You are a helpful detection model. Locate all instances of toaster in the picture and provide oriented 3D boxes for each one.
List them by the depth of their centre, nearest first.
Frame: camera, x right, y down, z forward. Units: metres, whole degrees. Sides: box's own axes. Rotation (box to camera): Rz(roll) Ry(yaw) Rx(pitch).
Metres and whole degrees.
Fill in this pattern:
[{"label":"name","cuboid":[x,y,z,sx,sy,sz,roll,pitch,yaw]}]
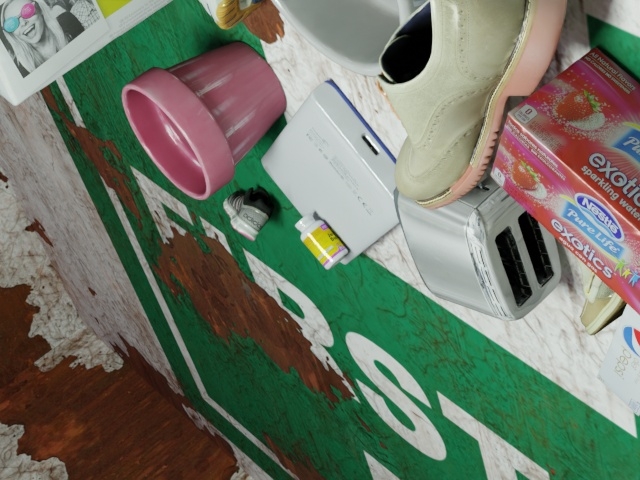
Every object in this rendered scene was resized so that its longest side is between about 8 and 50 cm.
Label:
[{"label":"toaster","cuboid":[0.192,0.002,1.678,0.146,0.129,0.227,25,145,48]}]

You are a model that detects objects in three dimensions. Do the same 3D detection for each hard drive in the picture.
[{"label":"hard drive","cuboid":[0.024,-0.089,2.018,0.210,0.040,0.319,51,160,1]}]

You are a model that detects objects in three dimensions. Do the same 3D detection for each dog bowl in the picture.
[{"label":"dog bowl","cuboid":[0.025,-0.330,1.518,0.349,0.102,0.349,44,158,23]}]

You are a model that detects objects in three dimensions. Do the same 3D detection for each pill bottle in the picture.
[{"label":"pill bottle","cuboid":[0.000,0.000,2.093,0.083,0.043,0.043,49,160,6]}]

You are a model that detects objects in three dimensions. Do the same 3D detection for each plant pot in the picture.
[{"label":"plant pot","cuboid":[-0.158,-0.189,2.041,0.201,0.180,0.201,44,159,22]}]

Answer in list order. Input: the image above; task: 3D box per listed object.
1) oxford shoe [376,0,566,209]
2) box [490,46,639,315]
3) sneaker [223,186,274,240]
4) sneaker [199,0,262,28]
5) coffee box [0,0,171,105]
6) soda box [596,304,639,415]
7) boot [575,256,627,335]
[{"label":"oxford shoe","cuboid":[0.122,-0.163,1.449,0.397,0.146,0.140,113,163,-57]},{"label":"box","cuboid":[0.301,-0.045,1.353,0.257,0.128,0.122,45,159,19]},{"label":"sneaker","cuboid":[-0.115,-0.056,2.361,0.063,0.075,0.170,40,-173,-18]},{"label":"sneaker","cuboid":[-0.134,-0.381,1.764,0.131,0.112,0.296,49,159,10]},{"label":"coffee box","cuboid":[-0.420,-0.461,1.919,0.337,0.338,0.334,36,154,37]},{"label":"soda box","cuboid":[0.370,0.108,1.546,0.069,0.074,0.216,44,158,21]},{"label":"boot","cuboid":[0.288,-0.001,1.537,0.165,0.077,0.213,44,154,19]}]
